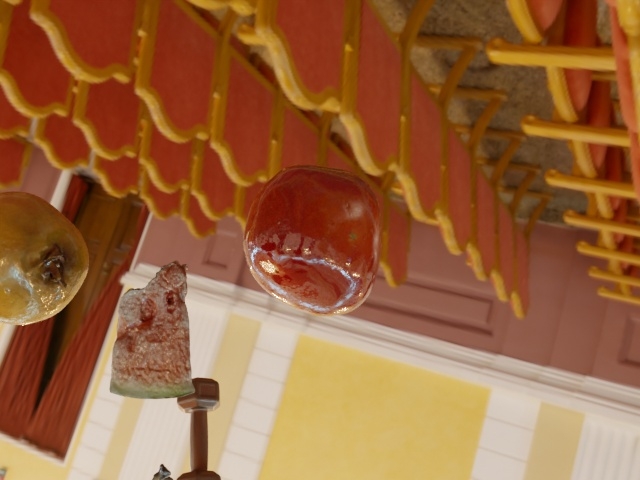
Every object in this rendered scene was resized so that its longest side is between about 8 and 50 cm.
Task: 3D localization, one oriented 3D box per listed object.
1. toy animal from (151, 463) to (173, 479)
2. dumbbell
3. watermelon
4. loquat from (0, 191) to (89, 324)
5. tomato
[{"bbox_3d":[-0.219,0.400,0.958,0.216,0.176,0.073,8,142,52],"label":"toy animal"},{"bbox_3d":[-0.226,0.375,1.359,0.092,0.231,0.082,11,150,-31],"label":"dumbbell"},{"bbox_3d":[-0.193,0.119,0.841,0.097,0.158,0.121,1,-143,-22],"label":"watermelon"},{"bbox_3d":[-0.468,0.027,1.131,0.208,0.208,0.208,17,170,3],"label":"loquat"},{"bbox_3d":[0.000,0.000,1.374,0.298,0.299,0.226,23,170,-31],"label":"tomato"}]
